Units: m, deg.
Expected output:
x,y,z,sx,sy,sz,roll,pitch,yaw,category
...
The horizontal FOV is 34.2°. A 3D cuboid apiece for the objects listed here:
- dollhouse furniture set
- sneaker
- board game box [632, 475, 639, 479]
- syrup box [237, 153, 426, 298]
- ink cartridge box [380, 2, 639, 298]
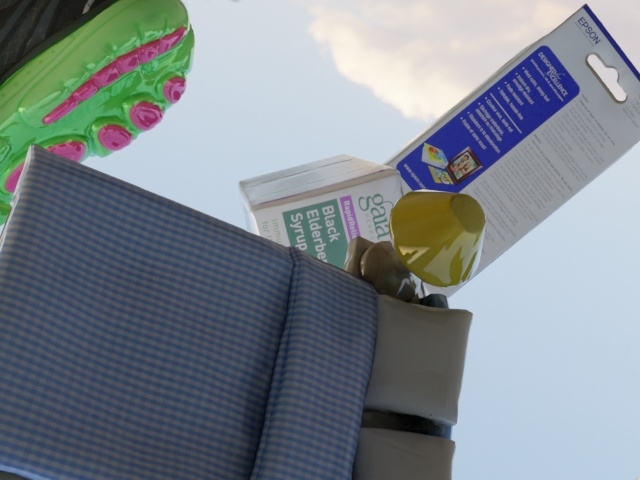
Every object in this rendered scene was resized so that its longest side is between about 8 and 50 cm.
x,y,z,sx,sy,sz,roll,pitch,yaw,category
-0.057,0.053,0.304,0.286,0.198,0.303,25,-125,-20,dollhouse furniture set
-0.350,-0.116,0.947,0.483,0.185,0.202,-29,-123,-21,sneaker
0.406,0.361,1.272,0.097,0.303,0.224,60,-162,7,board game box
0.000,0.000,0.718,0.096,0.093,0.237,-15,-171,-3,syrup box
0.225,-0.102,1.271,0.175,0.371,0.069,51,-177,-7,ink cartridge box
